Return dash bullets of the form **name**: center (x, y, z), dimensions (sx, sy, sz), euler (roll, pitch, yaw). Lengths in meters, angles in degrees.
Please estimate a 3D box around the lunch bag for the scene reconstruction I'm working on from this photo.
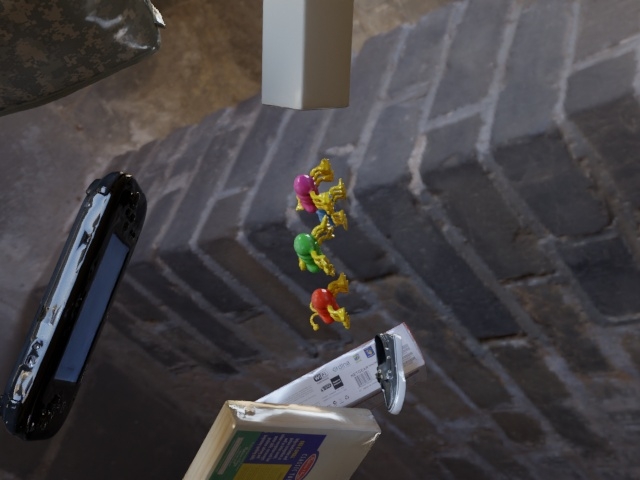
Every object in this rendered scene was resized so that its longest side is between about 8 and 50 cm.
- **lunch bag**: center (-0.363, -0.309, 1.020), dimensions (0.235, 0.286, 0.169), euler (79, -5, -66)

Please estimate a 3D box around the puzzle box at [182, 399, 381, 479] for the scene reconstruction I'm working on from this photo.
- **puzzle box**: center (-0.106, 0.425, 1.292), dimensions (0.272, 0.409, 0.052), euler (12, 30, -33)

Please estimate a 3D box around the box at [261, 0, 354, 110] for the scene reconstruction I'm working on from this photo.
- **box**: center (-0.017, -0.334, 1.163), dimensions (0.113, 0.094, 0.275), euler (-12, 112, -44)

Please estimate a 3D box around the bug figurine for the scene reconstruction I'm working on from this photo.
- **bug figurine**: center (0.000, 0.000, 1.313), dimensions (0.216, 0.072, 0.279), euler (67, 20, -55)

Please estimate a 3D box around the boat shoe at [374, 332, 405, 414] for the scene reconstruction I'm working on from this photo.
- **boat shoe**: center (0.103, 0.203, 1.220), dimensions (0.040, 0.049, 0.142), euler (13, 44, -11)

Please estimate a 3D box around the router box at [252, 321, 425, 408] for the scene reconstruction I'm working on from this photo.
- **router box**: center (0.032, 0.287, 1.463), dimensions (0.082, 0.335, 0.301), euler (62, -1, 17)

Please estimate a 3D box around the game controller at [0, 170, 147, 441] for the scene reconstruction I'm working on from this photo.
- **game controller**: center (-0.278, 0.077, 0.933), dimensions (0.166, 0.067, 0.319), euler (70, 38, -74)
